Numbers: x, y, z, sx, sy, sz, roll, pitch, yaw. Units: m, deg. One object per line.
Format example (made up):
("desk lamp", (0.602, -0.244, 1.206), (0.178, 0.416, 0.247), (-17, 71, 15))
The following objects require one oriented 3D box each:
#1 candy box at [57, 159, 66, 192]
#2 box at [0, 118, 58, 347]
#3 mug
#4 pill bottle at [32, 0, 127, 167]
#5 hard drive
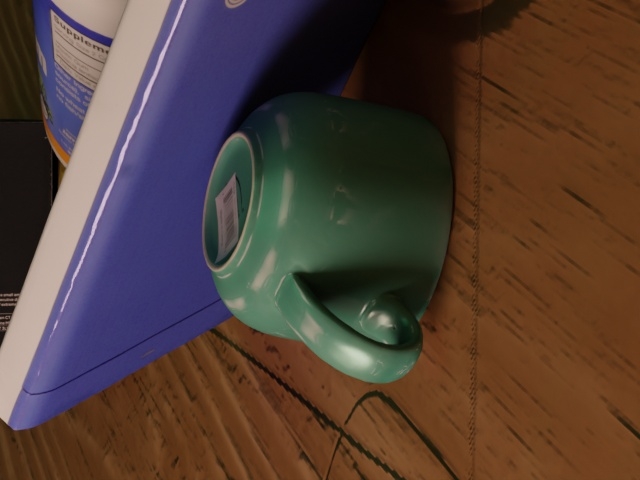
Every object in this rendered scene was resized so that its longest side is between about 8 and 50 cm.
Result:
("candy box", (-0.138, -0.179, 1.299), (0.183, 0.088, 0.316), (124, 149, -48))
("box", (-0.261, -0.001, 1.390), (0.261, 0.103, 0.184), (-176, 88, -83))
("mug", (0.001, -0.009, 0.873), (0.158, 0.097, 0.129), (-151, 73, -67))
("pill bottle", (-0.094, -0.149, 0.999), (0.272, 0.152, 0.152), (99, 169, -58))
("hard drive", (-0.063, -0.051, 0.945), (0.040, 0.210, 0.318), (39, 126, 18))
